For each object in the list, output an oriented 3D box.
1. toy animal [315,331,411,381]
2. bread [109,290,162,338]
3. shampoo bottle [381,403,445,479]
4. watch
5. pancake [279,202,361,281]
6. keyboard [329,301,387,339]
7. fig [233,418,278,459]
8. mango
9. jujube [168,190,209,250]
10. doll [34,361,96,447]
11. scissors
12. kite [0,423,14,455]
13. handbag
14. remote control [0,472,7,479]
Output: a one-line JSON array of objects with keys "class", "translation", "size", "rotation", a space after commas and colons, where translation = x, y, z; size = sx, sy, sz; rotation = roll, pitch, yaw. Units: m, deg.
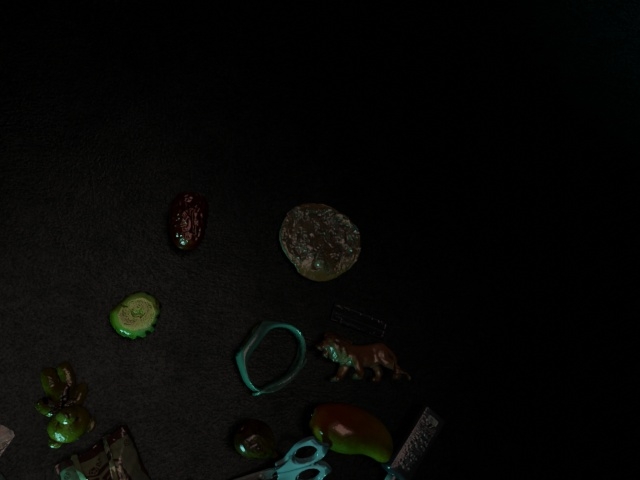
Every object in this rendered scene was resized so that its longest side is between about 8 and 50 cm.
[{"class": "toy animal", "translation": [0.130, 0.371, 1.911], "size": [0.313, 0.097, 0.157], "rotation": [6, 69, -23]}, {"class": "bread", "translation": [-0.521, 0.210, 1.693], "size": [0.130, 0.071, 0.139], "rotation": [30, 69, -10]}, {"class": "shampoo bottle", "translation": [0.278, 0.676, 1.904], "size": [0.098, 0.071, 0.309], "rotation": [43, 65, -9]}, {"class": "watch", "translation": [-0.152, 0.355, 1.816], "size": [0.195, 0.068, 0.237], "rotation": [42, 62, -10]}, {"class": "pancake", "translation": [0.000, 0.000, 1.971], "size": [0.283, 0.049, 0.282], "rotation": [5, 75, -20]}, {"class": "keyboard", "translation": [0.127, 0.267, 1.978], "size": [0.203, 0.011, 0.067], "rotation": [23, 68, -16]}, {"class": "fig", "translation": [-0.179, 0.588, 1.729], "size": [0.109, 0.103, 0.154], "rotation": [-37, 112, -3]}, {"class": "mango", "translation": [0.102, 0.580, 1.828], "size": [0.289, 0.129, 0.146], "rotation": [21, 46, -24]}, {"class": "jujube", "translation": [-0.395, -0.059, 1.792], "size": [0.113, 0.109, 0.176], "rotation": [1, 77, 13]}, {"class": "doll", "translation": [-0.675, 0.425, 1.568], "size": [0.137, 0.097, 0.209], "rotation": [-20, 80, -20]}, {"class": "scissors", "translation": [-0.142, 0.674, 1.726], "size": [0.361, 0.029, 0.191], "rotation": [-12, 119, -15]}, {"class": "kite", "translation": [-0.898, 0.473, 1.506], "size": [0.229, 0.016, 0.127], "rotation": [43, 62, -8]}, {"class": "handbag", "translation": [-0.545, 0.633, 1.548], "size": [0.213, 0.127, 0.234], "rotation": [-27, 86, -24]}, {"class": "remote control", "translation": [-0.781, 0.684, 1.482], "size": [0.103, 0.051, 0.293], "rotation": [-40, 95, -26]}]
